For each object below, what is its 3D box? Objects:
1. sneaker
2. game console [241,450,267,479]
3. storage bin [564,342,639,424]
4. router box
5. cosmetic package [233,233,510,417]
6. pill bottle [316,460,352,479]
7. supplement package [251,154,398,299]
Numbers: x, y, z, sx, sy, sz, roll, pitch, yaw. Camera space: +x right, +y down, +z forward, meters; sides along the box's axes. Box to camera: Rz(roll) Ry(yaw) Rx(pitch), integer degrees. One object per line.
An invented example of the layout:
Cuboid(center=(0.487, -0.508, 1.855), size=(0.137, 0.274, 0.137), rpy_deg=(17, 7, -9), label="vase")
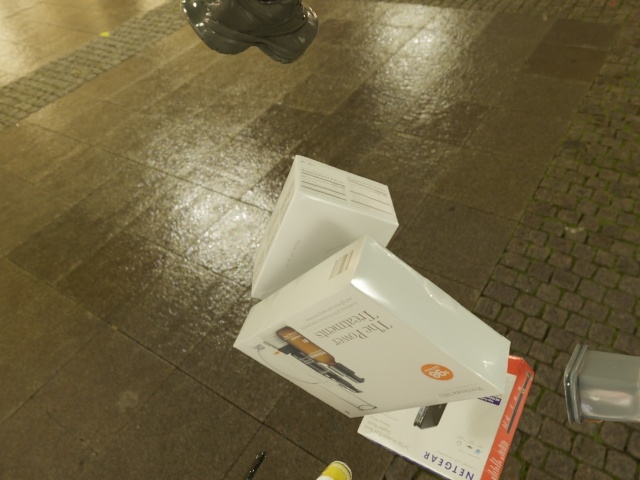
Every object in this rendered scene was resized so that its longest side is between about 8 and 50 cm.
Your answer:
Cuboid(center=(-0.066, -0.342, 0.710), size=(0.130, 0.109, 0.286), rpy_deg=(-33, 2, 34), label="sneaker")
Cuboid(center=(-0.109, 0.450, 0.874), size=(0.071, 0.122, 0.107), rpy_deg=(33, 64, 5), label="game console")
Cuboid(center=(0.420, 0.217, 0.700), size=(0.091, 0.098, 0.135), rpy_deg=(-5, 8, 39), label="storage bin")
Cuboid(center=(0.294, 0.393, 1.154), size=(0.335, 0.082, 0.301), rpy_deg=(5, 58, 48), label="router box")
Cuboid(center=(0.061, 0.170, 0.791), size=(0.284, 0.377, 0.097), rpy_deg=(34, 53, -16), label="cosmetic package")
Cuboid(center=(0.024, 0.571, 1.120), size=(0.065, 0.065, 0.116), rpy_deg=(16, 9, 24), label="pill bottle")
Cuboid(center=(0.000, 0.000, 0.964), size=(0.204, 0.262, 0.145), rpy_deg=(17, 34, -15), label="supplement package")
